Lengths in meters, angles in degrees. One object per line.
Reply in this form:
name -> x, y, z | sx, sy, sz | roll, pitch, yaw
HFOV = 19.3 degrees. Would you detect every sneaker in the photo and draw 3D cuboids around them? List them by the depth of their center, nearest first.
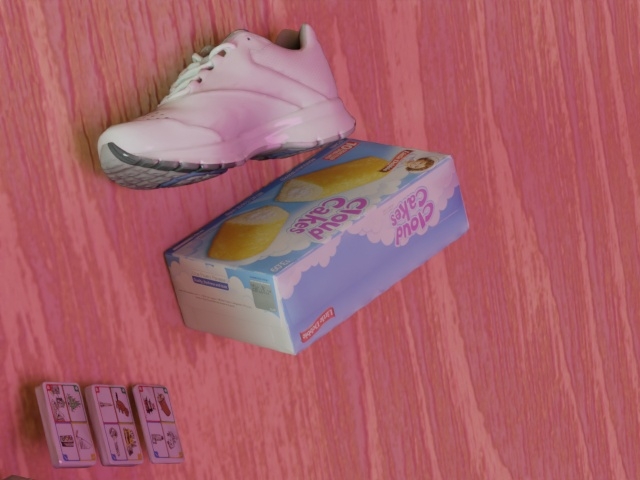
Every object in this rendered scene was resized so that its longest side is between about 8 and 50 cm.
sneaker -> -0.097, -0.124, 1.744 | 0.297, 0.111, 0.129 | -20, 96, -47

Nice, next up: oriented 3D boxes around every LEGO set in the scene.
LEGO set -> -0.179, 0.251, 1.697 | 0.182, 0.060, 0.244 | 8, 61, -57

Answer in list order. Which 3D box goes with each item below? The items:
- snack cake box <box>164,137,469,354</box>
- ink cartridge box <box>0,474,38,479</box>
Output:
snack cake box -> 0.000, 0.000, 1.814 | 0.264, 0.152, 0.089 | -34, 121, -38
ink cartridge box -> -0.274, 0.324, 1.599 | 0.153, 0.087, 0.208 | -23, 106, -32
